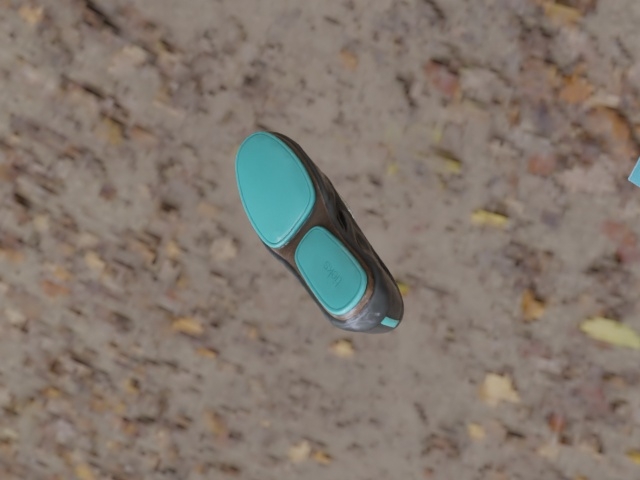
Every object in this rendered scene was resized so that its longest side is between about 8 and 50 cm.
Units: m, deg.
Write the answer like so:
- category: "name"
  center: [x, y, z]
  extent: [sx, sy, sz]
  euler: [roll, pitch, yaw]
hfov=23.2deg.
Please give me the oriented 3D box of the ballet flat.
- category: "ballet flat"
  center: [0.000, 0.000, 1.566]
  extent: [0.095, 0.280, 0.096]
  euler: [-46, 137, 16]

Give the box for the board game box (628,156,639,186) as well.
- category: "board game box"
  center: [0.402, -0.073, 1.065]
  extent: [0.079, 0.254, 0.336]
  euler: [14, -162, -42]
